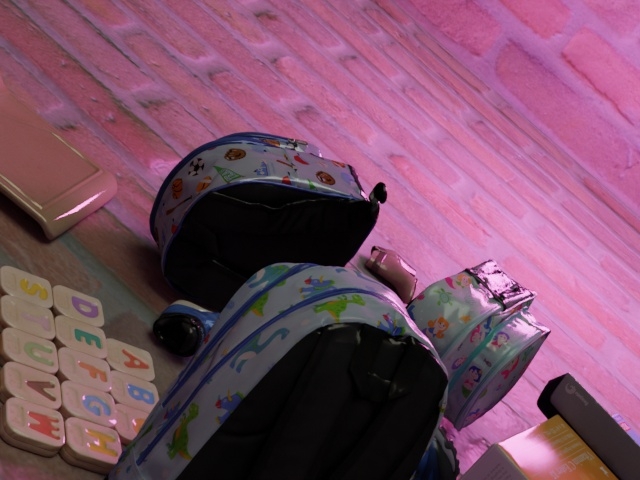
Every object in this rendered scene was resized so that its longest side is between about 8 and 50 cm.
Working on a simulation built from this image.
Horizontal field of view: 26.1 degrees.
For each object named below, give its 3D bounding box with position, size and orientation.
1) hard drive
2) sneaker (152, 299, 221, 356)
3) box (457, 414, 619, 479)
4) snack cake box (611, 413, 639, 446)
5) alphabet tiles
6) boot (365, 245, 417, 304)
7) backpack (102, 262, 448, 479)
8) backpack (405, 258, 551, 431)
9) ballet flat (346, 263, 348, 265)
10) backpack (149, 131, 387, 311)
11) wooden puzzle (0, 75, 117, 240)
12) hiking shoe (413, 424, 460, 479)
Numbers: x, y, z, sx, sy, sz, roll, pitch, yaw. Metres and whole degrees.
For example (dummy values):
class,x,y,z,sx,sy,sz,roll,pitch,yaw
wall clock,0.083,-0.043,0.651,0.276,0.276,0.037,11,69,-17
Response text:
class,x,y,z,sx,sy,sz,roll,pitch,yaw
hard drive,0.406,0.297,1.925,0.254,0.054,0.172,47,-7,7
sneaker,-0.134,0.119,1.718,0.152,0.058,0.084,15,22,12
box,0.329,0.419,1.764,0.345,0.168,0.215,48,25,19
snack cake box,0.431,0.367,2.101,0.152,0.089,0.264,48,26,21
alphabet tiles,-0.297,0.138,1.543,0.278,0.021,0.284,25,27,-30
boot,0.115,0.054,2.265,0.087,0.042,0.118,28,24,-9
backpack,-0.034,0.195,1.408,0.290,0.355,0.273,27,25,-24
backpack,0.189,0.155,1.965,0.191,0.225,0.253,44,28,24
ballet flat,0.000,0.000,2.131,0.096,0.095,0.280,44,21,-21
backpack,-0.091,-0.026,1.853,0.263,0.276,0.213,11,31,-36
wooden puzzle,-0.398,-0.111,1.819,0.239,0.044,0.221,44,23,-1
hiking shoe,0.043,0.237,1.791,0.304,0.113,0.132,43,50,2
